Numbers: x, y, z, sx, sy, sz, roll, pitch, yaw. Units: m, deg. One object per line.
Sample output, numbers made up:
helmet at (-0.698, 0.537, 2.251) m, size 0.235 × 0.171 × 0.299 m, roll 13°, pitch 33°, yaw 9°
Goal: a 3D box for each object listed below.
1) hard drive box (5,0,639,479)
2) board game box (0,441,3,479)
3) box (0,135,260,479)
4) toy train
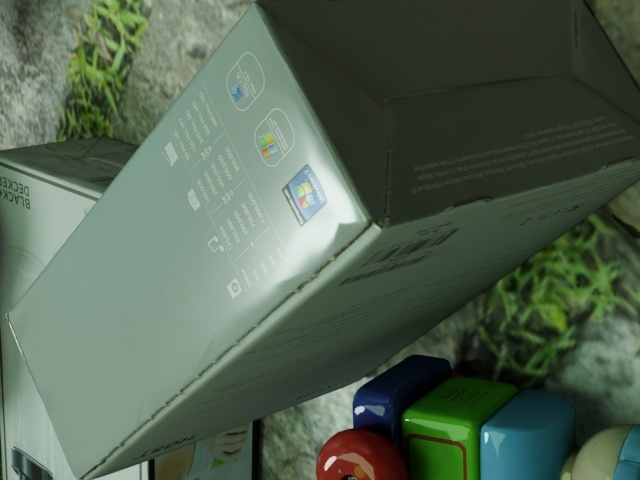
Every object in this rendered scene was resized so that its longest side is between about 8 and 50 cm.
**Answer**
hard drive box at (0.000, 0.000, 0.486) m, size 0.232 × 0.181 × 0.089 m, roll -42°, pitch 69°, yaw 43°
board game box at (-0.246, 0.087, 0.877) m, size 0.124 × 0.039 × 0.259 m, roll 27°, pitch 122°, yaw 39°
box at (-0.122, 0.094, 0.708) m, size 0.169 × 0.087 × 0.289 m, roll 17°, pitch 112°, yaw 43°
toy train at (0.086, 0.184, 0.514) m, size 0.143 × 0.105 × 0.247 m, roll 5°, pitch 105°, yaw 32°
